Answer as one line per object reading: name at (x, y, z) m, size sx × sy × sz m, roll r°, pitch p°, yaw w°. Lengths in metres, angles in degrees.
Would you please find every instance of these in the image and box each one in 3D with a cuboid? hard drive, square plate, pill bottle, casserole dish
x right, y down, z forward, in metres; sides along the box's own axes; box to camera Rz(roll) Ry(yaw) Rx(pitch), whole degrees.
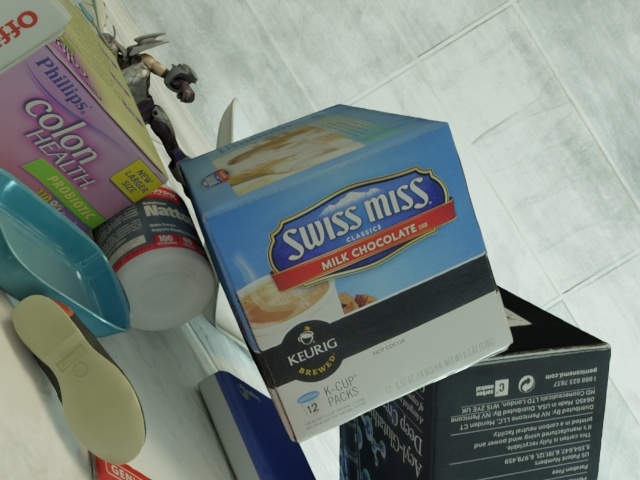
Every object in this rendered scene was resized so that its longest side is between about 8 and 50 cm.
hard drive at (-0.028, 0.316, 0.803) m, size 0.318 × 0.040 × 0.210 m, roll 59°, pitch 2°, yaw 31°
square plate at (-0.119, 0.011, 1.100) m, size 0.347 × 0.049 × 0.344 m, roll 67°, pitch 24°, yaw -67°
pill bottle at (-0.187, -0.001, 0.750) m, size 0.180 × 0.108 × 0.108 m, roll 59°, pitch 2°, yaw 42°
casserole dish at (-0.222, 0.019, 0.570) m, size 0.114 × 0.037 × 0.188 m, roll 59°, pitch 1°, yaw 33°

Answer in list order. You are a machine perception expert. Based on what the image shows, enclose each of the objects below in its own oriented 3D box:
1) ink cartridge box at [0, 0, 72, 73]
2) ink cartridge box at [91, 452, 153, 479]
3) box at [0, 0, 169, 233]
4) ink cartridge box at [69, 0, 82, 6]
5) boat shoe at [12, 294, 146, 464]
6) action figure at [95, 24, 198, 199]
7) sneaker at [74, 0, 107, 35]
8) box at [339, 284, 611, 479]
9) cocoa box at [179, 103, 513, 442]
ink cartridge box at (-0.289, -0.193, 0.444) m, size 0.087 × 0.153 × 0.208 m, roll 58°, pitch 0°, yaw 34°
ink cartridge box at (-0.031, 0.286, 0.482) m, size 0.296 × 0.066 × 0.261 m, roll 51°, pitch 6°, yaw -38°
box at (-0.284, -0.164, 0.693) m, size 0.243 × 0.117 × 0.213 m, roll 58°, pitch 1°, yaw 37°
ink cartridge box at (-0.375, -0.393, 0.759) m, size 0.198 × 0.197 × 0.270 m, roll 58°, pitch 2°, yaw 15°
boat shoe at (-0.169, 0.098, 0.496) m, size 0.137 × 0.049 × 0.043 m, roll 51°, pitch -17°, yaw 8°
action figure at (-0.251, -0.172, 0.995) m, size 0.099 × 0.185 × 0.285 m, roll -122°, pitch -170°, yaw -55°
sneaker at (-0.384, -0.333, 1.050) m, size 0.283 × 0.110 × 0.122 m, roll 59°, pitch 5°, yaw 17°
box at (0.163, 0.271, 0.866) m, size 0.293 × 0.212 × 0.395 m, roll -145°, pitch -128°, yaw -69°
cocoa box at (0.000, 0.000, 0.748) m, size 0.347 × 0.231 × 0.228 m, roll -137°, pitch -153°, yaw -70°
